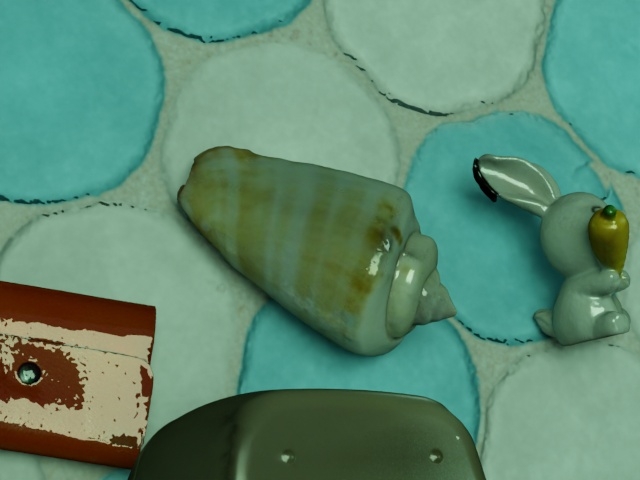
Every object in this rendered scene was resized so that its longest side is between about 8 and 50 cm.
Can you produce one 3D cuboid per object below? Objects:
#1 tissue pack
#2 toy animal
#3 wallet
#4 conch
[{"bbox_3d":[-0.014,0.314,1.398,0.267,0.277,0.387,1,71,-24],"label":"tissue pack"},{"bbox_3d":[0.214,0.000,1.656,0.127,0.131,0.181,-14,88,15],"label":"toy animal"},{"bbox_3d":[-0.238,0.103,1.522,0.204,0.045,0.142,11,68,-13],"label":"wallet"},{"bbox_3d":[0.004,-0.003,1.591,0.255,0.127,0.158,26,66,-6],"label":"conch"}]
